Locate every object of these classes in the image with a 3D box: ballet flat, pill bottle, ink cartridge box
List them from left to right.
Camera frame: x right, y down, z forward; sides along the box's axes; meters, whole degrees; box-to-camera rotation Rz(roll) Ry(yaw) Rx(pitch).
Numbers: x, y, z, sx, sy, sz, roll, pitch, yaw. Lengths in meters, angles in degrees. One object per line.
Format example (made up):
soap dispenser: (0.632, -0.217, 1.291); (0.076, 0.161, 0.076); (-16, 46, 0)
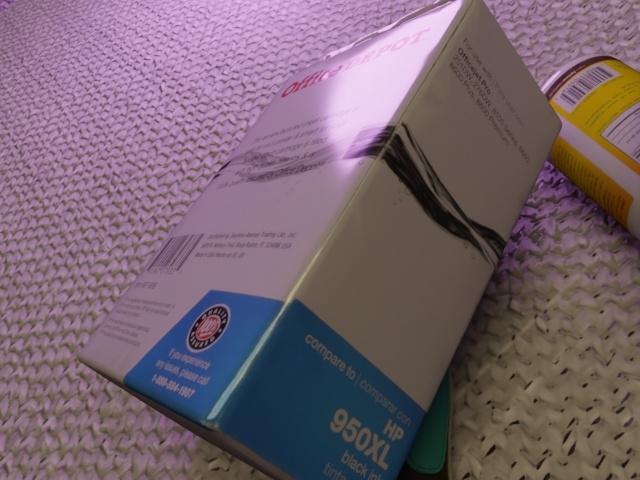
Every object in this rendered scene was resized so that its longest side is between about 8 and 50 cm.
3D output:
ink cartridge box: (0.000, 0.000, 0.551); (0.286, 0.166, 0.394); (-2, 51, 54)
ballet flat: (0.066, 0.202, 0.483); (0.086, 0.086, 0.248); (-5, 49, 23)
pill bottle: (0.300, -0.078, 0.556); (0.117, 0.117, 0.215); (-31, 47, 1)
